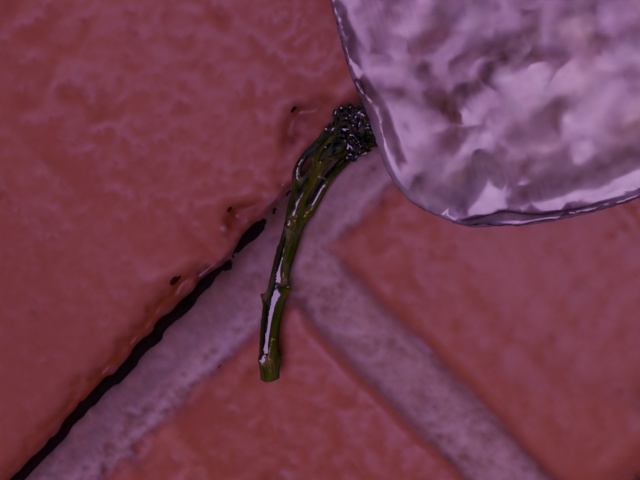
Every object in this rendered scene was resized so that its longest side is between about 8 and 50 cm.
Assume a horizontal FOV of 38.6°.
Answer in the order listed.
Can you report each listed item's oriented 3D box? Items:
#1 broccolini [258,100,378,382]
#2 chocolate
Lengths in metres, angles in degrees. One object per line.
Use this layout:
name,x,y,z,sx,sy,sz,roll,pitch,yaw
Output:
broccolini,-0.004,-0.005,0.536,0.052,0.054,0.194,42,119,34
chocolate,0.160,-0.121,0.428,0.303,0.100,0.185,-16,93,18
